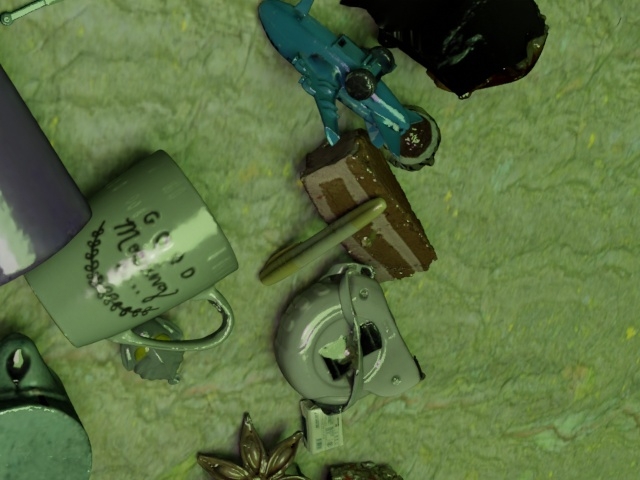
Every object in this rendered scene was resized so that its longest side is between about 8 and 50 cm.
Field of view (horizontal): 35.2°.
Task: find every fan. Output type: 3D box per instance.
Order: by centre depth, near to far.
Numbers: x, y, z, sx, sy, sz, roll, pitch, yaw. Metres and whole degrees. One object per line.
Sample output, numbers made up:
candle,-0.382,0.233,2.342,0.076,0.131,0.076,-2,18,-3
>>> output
fan,-0.308,-0.313,1.247,0.193,0.016,0.038,-29,116,-16

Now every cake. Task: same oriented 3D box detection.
cake,0.073,-0.047,1.488,0.116,0.112,0.295,-20,131,17

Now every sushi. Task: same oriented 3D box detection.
sushi,0.199,-0.315,1.377,0.215,0.227,0.212,-49,129,3
sushi,0.073,0.414,1.658,0.150,0.090,0.078,9,108,-30

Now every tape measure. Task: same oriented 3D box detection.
tape measure,0.030,0.157,1.528,0.197,0.120,0.236,-30,114,-12

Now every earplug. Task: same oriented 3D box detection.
earplug,-0.451,-0.171,1.121,0.215,0.215,0.455,-30,116,-14

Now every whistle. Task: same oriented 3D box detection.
whistle,-0.453,0.319,1.313,0.188,0.168,0.404,38,88,-32

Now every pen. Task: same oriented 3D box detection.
pen,0.000,0.000,1.443,0.233,0.040,0.032,-34,142,25

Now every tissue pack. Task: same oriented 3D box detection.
tissue pack,0.003,0.291,1.604,0.062,0.042,0.083,-12,113,-21

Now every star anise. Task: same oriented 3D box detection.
star anise,-0.089,0.362,1.550,0.208,0.063,0.171,15,76,-1

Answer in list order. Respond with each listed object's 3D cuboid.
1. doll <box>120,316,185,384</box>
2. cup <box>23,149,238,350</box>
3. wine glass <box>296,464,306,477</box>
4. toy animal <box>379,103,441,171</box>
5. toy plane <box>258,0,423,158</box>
doll,-0.246,0.132,1.408,0.094,0.079,0.180,-32,107,-13
cup,-0.231,0.052,1.305,0.234,0.186,0.258,-36,104,-10
wine glass,-0.115,0.468,1.598,0.262,0.074,0.074,-39,121,-7
toy animal,0.143,-0.141,1.488,0.137,0.098,0.098,38,89,-33
toy plane,0.027,-0.232,1.363,0.271,0.254,0.105,47,128,-10
